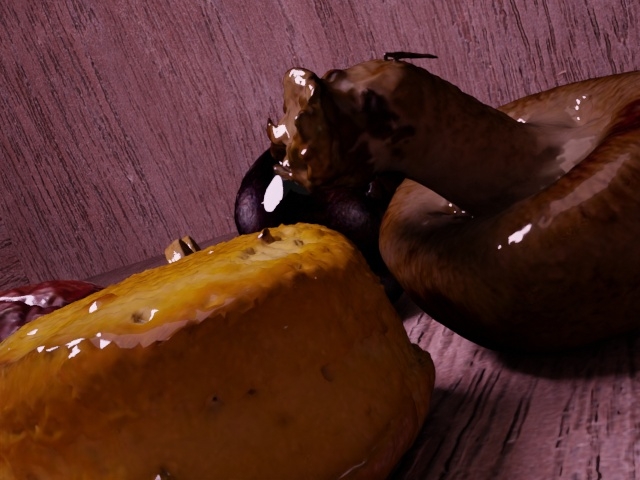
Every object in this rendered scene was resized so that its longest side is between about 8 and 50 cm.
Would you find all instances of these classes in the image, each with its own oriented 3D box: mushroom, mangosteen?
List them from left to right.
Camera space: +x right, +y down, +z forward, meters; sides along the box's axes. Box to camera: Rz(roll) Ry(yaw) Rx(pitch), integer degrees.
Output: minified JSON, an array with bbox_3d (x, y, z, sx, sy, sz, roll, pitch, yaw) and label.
[{"bbox_3d":[0.004,-0.002,1.032,0.233,0.288,0.287,-11,6,-11],"label":"mangosteen"},{"bbox_3d":[0.166,-0.065,0.708,0.334,0.356,0.331,-41,-2,-5],"label":"mushroom"}]

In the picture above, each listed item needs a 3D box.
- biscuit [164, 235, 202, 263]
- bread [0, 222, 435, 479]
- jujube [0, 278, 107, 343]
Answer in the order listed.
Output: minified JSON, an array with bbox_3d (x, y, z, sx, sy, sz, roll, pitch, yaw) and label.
[{"bbox_3d":[-0.116,0.068,0.862,0.035,0.158,0.240,-37,-27,-1],"label":"biscuit"},{"bbox_3d":[-0.098,0.115,0.587,0.337,0.204,0.358,-22,8,23],"label":"bread"},{"bbox_3d":[-0.296,0.165,0.732,0.216,0.216,0.342,-17,8,21],"label":"jujube"}]
